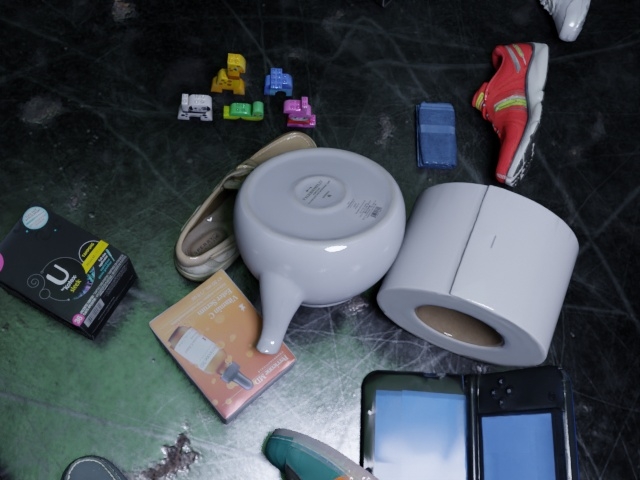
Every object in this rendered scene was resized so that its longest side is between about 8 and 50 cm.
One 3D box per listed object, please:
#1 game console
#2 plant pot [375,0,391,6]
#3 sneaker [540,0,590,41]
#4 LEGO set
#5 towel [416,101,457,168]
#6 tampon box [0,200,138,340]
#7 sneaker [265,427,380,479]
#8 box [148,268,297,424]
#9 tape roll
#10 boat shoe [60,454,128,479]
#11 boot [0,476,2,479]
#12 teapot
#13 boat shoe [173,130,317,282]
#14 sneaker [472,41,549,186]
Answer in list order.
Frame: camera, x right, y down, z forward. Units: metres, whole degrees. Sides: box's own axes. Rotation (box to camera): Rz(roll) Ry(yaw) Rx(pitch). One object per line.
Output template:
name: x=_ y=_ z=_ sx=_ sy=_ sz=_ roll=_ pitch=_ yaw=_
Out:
game console: x=0.194 y=0.317 z=0.942 sx=0.173 sy=0.250 sz=0.293 roll=14 pitch=68 yaw=-31
plant pot: x=0.100 y=-0.568 z=1.233 sx=0.167 sy=0.187 sz=0.188 roll=32 pitch=70 yaw=18
sneaker: x=0.427 y=-0.461 z=1.289 sx=0.115 sy=0.090 sz=0.232 roll=4 pitch=61 yaw=1
LEGO set: x=-0.117 y=-0.248 z=1.131 sx=0.227 sy=0.093 sz=0.087 roll=2 pitch=71 yaw=-7
towel: x=0.197 y=-0.177 z=1.182 sx=0.067 sy=0.029 sz=0.119 roll=3 pitch=70 yaw=-6
tampon box: x=-0.366 y=0.045 z=0.993 sx=0.161 sy=0.101 sz=0.120 roll=29 pitch=69 yaw=3
sneaker: x=0.033 y=0.361 z=0.901 sx=0.302 sy=0.108 sz=0.121 roll=28 pitch=66 yaw=25
box: x=-0.138 y=0.152 z=0.992 sx=0.130 sy=0.091 sz=0.170 roll=-39 pitch=80 yaw=-18
tape roll: x=0.222 y=0.052 z=0.992 sx=0.246 sy=0.246 sz=0.169 roll=24 pitch=69 yaw=1
boat shoe: x=-0.247 y=0.380 z=0.839 sx=0.116 sy=0.099 sz=0.319 roll=-11 pitch=45 yaw=-25
boot: x=-0.480 y=0.419 z=0.835 sx=0.260 sy=0.131 sz=0.348 roll=-32 pitch=79 yaw=-18
teapot: x=0.000 y=0.000 z=0.985 sx=0.256 sy=0.187 sz=0.252 roll=-13 pitch=45 yaw=-14
boat shoe: x=-0.108 y=-0.065 z=1.066 sx=0.109 sy=0.098 sz=0.302 roll=41 pitch=71 yaw=7
sneaker: x=0.316 y=-0.216 z=1.190 sx=0.118 sy=0.107 sz=0.279 roll=8 pitch=66 yaw=15
